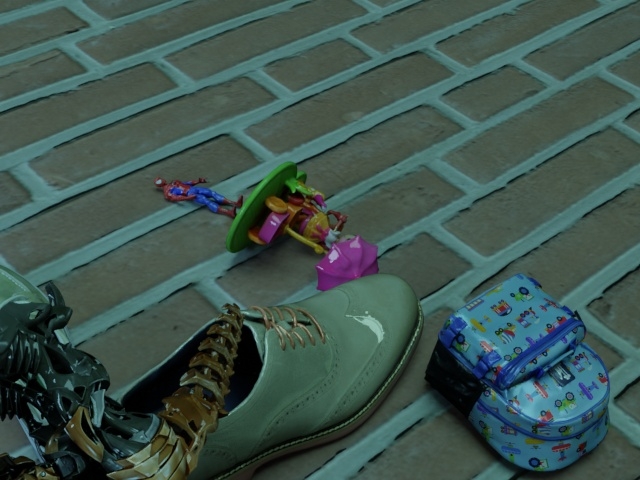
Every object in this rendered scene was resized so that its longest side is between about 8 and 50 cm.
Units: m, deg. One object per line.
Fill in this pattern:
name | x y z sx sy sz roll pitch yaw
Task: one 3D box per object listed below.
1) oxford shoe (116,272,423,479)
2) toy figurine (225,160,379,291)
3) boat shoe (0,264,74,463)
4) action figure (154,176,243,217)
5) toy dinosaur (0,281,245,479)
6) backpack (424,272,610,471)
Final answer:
oxford shoe | -0.033 0.122 0.963 0.140 0.146 0.397 35 49 28
toy figurine | 0.000 0.000 1.155 0.159 0.130 0.173 36 24 11
boat shoe | -0.294 0.104 0.988 0.109 0.094 0.302 -25 51 -30
action figure | -0.157 -0.060 1.237 0.115 0.030 0.038 14 48 11
toy dinosaur | -0.172 0.160 0.715 0.218 0.164 0.322 42 32 3
backpack | 0.216 0.140 1.003 0.158 0.116 0.173 -23 53 -28
